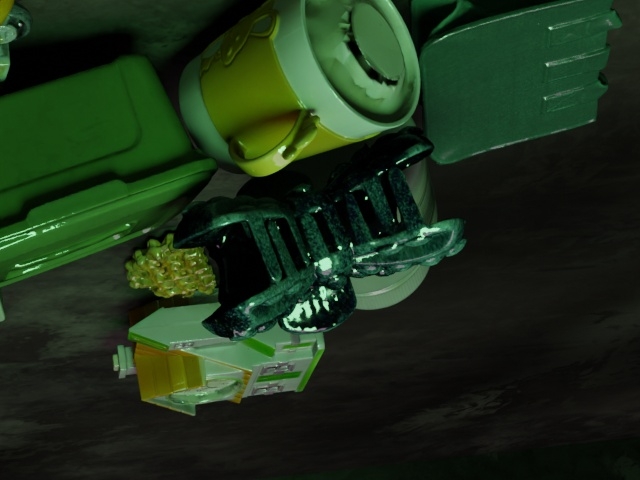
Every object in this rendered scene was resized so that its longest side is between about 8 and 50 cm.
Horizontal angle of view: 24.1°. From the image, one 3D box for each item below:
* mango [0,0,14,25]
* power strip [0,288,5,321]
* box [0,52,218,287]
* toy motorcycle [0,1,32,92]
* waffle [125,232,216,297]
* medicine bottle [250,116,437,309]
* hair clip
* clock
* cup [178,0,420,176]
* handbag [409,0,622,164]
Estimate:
[{"bbox_3d":[-0.394,-0.216,1.324,0.254,0.139,0.175,-14,-160,7],"label":"mango"},{"bbox_3d":[-0.458,0.024,1.963,0.058,0.098,0.338,-11,158,-11],"label":"power strip"},{"bbox_3d":[-0.302,-0.067,1.613,0.329,0.178,0.253,-22,177,-21],"label":"box"},{"bbox_3d":[-0.392,-0.185,1.526,0.152,0.073,0.225,4,153,-30],"label":"toy motorcycle"},{"bbox_3d":[-0.202,0.036,2.194,0.160,0.046,0.192,2,154,-27],"label":"waffle"},{"bbox_3d":[0.042,-0.045,1.911,0.208,0.208,0.339,-14,159,4],"label":"medicine bottle"},{"bbox_3d":[-0.005,0.002,1.617,0.310,0.194,0.206,-19,178,-16],"label":"hair clip"},{"bbox_3d":[-0.170,0.170,2.375,0.309,0.166,0.235,-5,157,-13],"label":"clock"},{"bbox_3d":[-0.035,-0.155,1.593,0.226,0.241,0.185,-21,123,39],"label":"cup"},{"bbox_3d":[0.224,-0.214,1.758,0.238,0.089,0.326,-12,157,0],"label":"handbag"}]
